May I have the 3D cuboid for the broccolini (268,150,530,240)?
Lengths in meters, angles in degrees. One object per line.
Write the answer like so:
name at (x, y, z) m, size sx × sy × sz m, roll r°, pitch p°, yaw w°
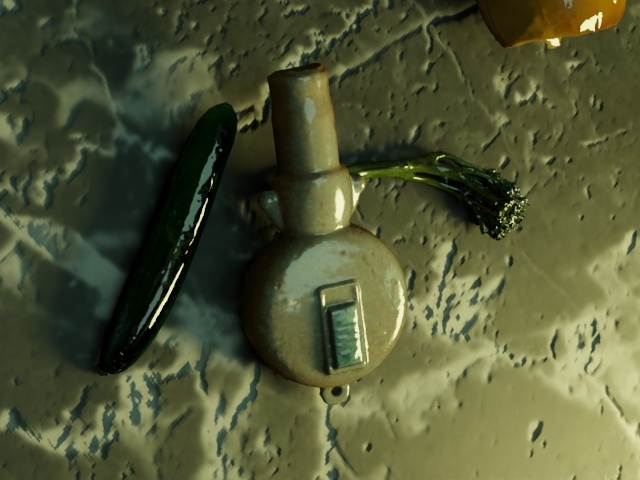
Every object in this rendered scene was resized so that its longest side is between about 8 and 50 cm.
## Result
broccolini at (0.052, -0.035, 1.154) m, size 0.194 × 0.054 × 0.052 m, roll 4°, pitch 62°, yaw -22°

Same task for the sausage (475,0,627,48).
sausage at (0.130, -0.292, 1.165) m, size 0.112 × 0.112 × 0.328 m, roll -14°, pitch 95°, yaw -30°

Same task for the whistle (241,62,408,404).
whistle at (0.000, 0.000, 1.083) m, size 0.107 × 0.057 × 0.220 m, roll -11°, pitch 104°, yaw -20°

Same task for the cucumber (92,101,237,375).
cucumber at (-0.090, 0.000, 1.062) m, size 0.036 × 0.033 × 0.184 m, roll 34°, pitch 72°, yaw -47°
